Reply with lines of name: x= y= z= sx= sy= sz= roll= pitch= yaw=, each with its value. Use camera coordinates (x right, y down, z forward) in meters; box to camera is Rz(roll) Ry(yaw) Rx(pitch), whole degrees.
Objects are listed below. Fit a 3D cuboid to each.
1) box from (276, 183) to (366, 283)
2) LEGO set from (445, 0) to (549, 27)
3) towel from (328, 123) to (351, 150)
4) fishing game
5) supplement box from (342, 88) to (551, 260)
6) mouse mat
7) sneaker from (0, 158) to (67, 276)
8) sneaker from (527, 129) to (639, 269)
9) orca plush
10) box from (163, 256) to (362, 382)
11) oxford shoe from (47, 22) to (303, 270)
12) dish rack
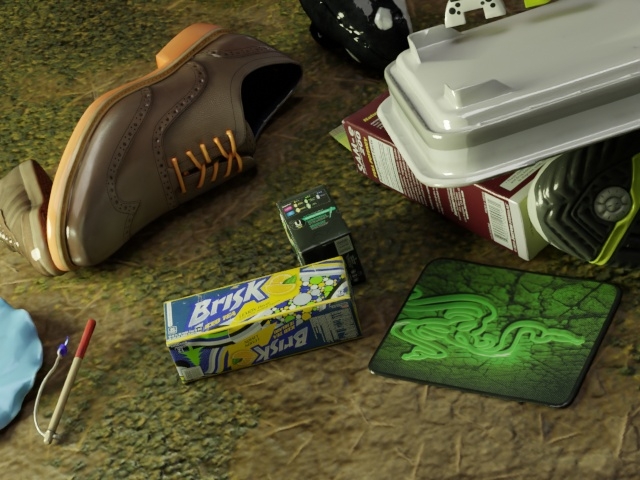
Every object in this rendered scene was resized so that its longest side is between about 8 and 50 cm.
box: x=0.000 y=0.000 z=1.496 sx=0.052 sy=0.062 sz=0.083 roll=-23 pitch=39 yaw=-5
LEGO set: x=0.216 y=-0.275 z=1.476 sx=0.227 sy=0.093 sz=0.087 roll=-12 pitch=23 yaw=11
towel: x=0.057 y=-0.117 z=1.655 sx=0.083 sy=0.009 sz=0.060 roll=-31 pitch=42 yaw=-15
fishing game: x=-0.343 y=0.129 z=1.493 sx=0.264 sy=0.041 sz=0.189 roll=3 pitch=50 yaw=15
supplement box: x=0.150 y=-0.083 z=1.530 sx=0.130 sy=0.073 sz=0.239 roll=-36 pitch=43 yaw=-23
mouse mat: x=0.151 y=0.076 z=1.395 sx=0.190 sy=0.007 sz=0.152 roll=7 pitch=45 yaw=29
sneaker: x=-0.297 y=-0.009 z=1.631 sx=0.071 sy=0.066 sz=0.188 roll=-34 pitch=33 yaw=7
sneaker: x=0.350 y=-0.089 z=1.439 sx=0.385 sy=0.145 sz=0.147 roll=-22 pitch=22 yaw=-14
orca plush: x=0.005 y=-0.309 z=1.743 sx=0.151 sy=0.102 sz=0.287 roll=-26 pitch=71 yaw=37
box: x=-0.052 y=0.071 z=1.438 sx=0.169 sy=0.054 sz=0.059 roll=-14 pitch=39 yaw=3
oxford shoe: x=-0.144 y=-0.098 z=1.619 sx=0.133 sy=0.130 sz=0.363 roll=14 pitch=48 yaw=25
dish rack: x=0.217 y=-0.163 z=1.432 sx=0.333 sy=0.072 sz=0.285 roll=-17 pitch=22 yaw=-2
